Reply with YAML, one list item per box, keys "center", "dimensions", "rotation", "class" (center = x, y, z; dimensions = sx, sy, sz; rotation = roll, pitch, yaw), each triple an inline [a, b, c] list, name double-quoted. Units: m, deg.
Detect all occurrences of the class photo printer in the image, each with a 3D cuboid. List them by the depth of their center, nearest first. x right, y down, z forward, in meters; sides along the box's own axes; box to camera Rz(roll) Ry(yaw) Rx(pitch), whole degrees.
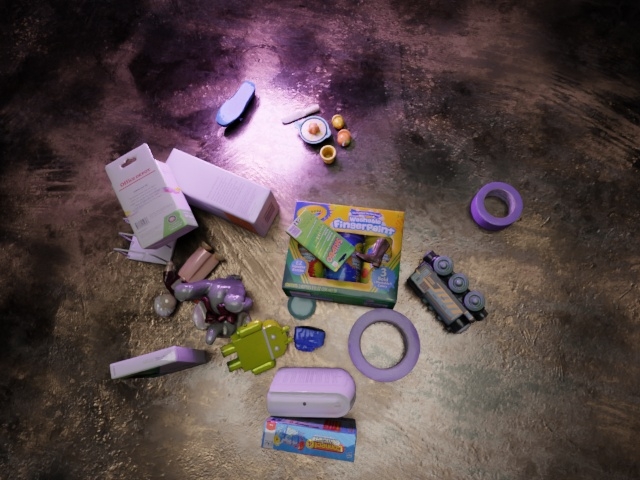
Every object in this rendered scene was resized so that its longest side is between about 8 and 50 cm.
- center: [-0.024, 0.549, 1.595]
  dimensions: [0.307, 0.256, 0.107]
  rotation: [0, 94, 3]
  class: "photo printer"

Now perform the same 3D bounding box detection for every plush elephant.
- center: [-0.393, 0.284, 1.697]
  dimensions: [0.271, 0.330, 0.256]
  rotation: [9, 99, 7]
  class: "plush elephant"

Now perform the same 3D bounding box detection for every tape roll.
- center: [0.244, 0.406, 1.697]
  dimensions: [0.274, 0.090, 0.275]
  rotation: [-1, 75, 3]
  class: "tape roll"
- center: [0.733, -0.141, 1.817]
  dimensions: [0.188, 0.080, 0.189]
  rotation: [-1, 74, 3]
  class: "tape roll"

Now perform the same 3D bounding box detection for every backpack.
- center: [-0.043, 0.387, 1.719]
  dimensions: [0.120, 0.098, 0.101]
  rotation: [7, 84, -8]
  class: "backpack"

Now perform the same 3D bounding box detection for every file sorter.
- center: [-0.722, -0.059, 1.838]
  dimensions: [0.192, 0.173, 0.278]
  rotation: [8, 75, 5]
  class: "file sorter"

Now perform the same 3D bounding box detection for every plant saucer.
- center: [-0.077, 0.265, 1.789]
  dimensions: [0.119, 0.021, 0.120]
  rotation: [-1, 76, 3]
  class: "plant saucer"

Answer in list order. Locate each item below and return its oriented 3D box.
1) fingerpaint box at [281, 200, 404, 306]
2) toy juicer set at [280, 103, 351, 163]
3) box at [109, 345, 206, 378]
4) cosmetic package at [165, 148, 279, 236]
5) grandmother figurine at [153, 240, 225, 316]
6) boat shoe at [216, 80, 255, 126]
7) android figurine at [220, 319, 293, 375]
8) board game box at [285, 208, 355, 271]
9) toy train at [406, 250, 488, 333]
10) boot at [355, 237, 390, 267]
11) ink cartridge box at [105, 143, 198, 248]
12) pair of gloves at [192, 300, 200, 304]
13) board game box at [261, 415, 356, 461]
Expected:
- center: [0.096, 0.056, 1.750]
  dimensions: [0.444, 0.163, 0.372]
  rotation: [7, 71, 6]
  class: "fingerpaint box"
- center: [-0.002, -0.518, 1.958]
  dimensions: [0.209, 0.089, 0.329]
  rotation: [-42, 76, -7]
  class: "toy juicer set"
- center: [-0.585, 0.456, 1.615]
  dimensions: [0.232, 0.322, 0.059]
  rotation: [-16, 71, 0]
  class: "box"
- center: [-0.418, -0.194, 1.826]
  dimensions: [0.452, 0.230, 0.162]
  rotation: [24, 79, 10]
  class: "cosmetic package"
- center: [-0.562, 0.164, 1.805]
  dimensions: [0.207, 0.104, 0.342]
  rotation: [36, 80, 6]
  class: "grandmother figurine"
- center: [-0.378, -0.614, 2.012]
  dimensions: [0.109, 0.089, 0.258]
  rotation: [41, 76, -1]
  class: "boat shoe"
- center: [-0.238, 0.406, 1.674]
  dimensions: [0.272, 0.249, 0.056]
  rotation: [-19, 32, -15]
  class: "android figurine"
- center: [0.000, 0.000, 1.672]
  dimensions: [0.259, 0.039, 0.124]
  rotation: [39, 79, 19]
  class: "board game box"
- center: [0.496, 0.205, 1.719]
  dimensions: [0.190, 0.142, 0.334]
  rotation: [-40, 78, 5]
  class: "toy train"
- center: [0.199, 0.033, 1.646]
  dimensions: [0.106, 0.037, 0.114]
  rotation: [27, 77, -3]
  class: "boot"
- center: [-0.649, -0.166, 1.677]
  dimensions: [0.207, 0.119, 0.354]
  rotation: [-27, 86, 6]
  class: "ink cartridge box"
- center: [-0.488, 0.229, 1.803]
  dimensions: [0.083, 0.074, 0.010]
  rotation: [-58, 34, -3]
  class: "pair of gloves"
- center: [-0.028, 0.674, 1.530]
  dimensions: [0.301, 0.308, 0.086]
  rotation: [7, 77, 6]
  class: "board game box"
